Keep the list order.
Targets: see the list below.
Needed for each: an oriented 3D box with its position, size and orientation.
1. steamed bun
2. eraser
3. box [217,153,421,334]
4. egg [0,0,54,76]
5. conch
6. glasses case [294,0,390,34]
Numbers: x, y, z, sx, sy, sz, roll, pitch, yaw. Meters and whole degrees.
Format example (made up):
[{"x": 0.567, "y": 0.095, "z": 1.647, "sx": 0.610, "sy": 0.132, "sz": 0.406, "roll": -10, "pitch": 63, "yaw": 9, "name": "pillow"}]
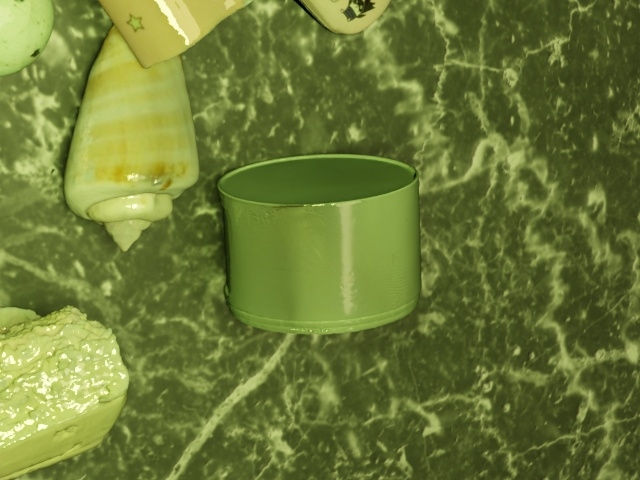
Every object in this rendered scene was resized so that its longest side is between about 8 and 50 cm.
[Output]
[{"x": -0.333, "y": 0.154, "z": 1.547, "sx": 0.225, "sy": 0.200, "sz": 0.170, "roll": -19, "pitch": 73, "yaw": -27, "name": "steamed bun"}, {"x": -0.188, "y": -0.343, "z": 1.533, "sx": 0.171, "sy": 0.087, "sz": 0.290, "roll": -41, "pitch": 110, "yaw": -22, "name": "eraser"}, {"x": 0.000, "y": 0.000, "z": 1.699, "sx": 0.226, "sy": 0.226, "sz": 0.149, "roll": -13, "pitch": 109, "yaw": -32, "name": "box"}, {"x": -0.342, "y": -0.229, "z": 1.474, "sx": 0.164, "sy": 0.131, "sz": 0.131, "roll": 24, "pitch": 88, "yaw": -13, "name": "egg"}, {"x": -0.189, "y": -0.115, "z": 1.600, "sx": 0.158, "sy": 0.127, "sz": 0.255, "roll": -1, "pitch": 103, "yaw": -34, "name": "conch"}, {"x": -0.028, "y": -0.354, "z": 1.679, "sx": 0.314, "sy": 0.075, "sz": 0.122, "roll": 43, "pitch": 76, "yaw": -34, "name": "glasses case"}]
